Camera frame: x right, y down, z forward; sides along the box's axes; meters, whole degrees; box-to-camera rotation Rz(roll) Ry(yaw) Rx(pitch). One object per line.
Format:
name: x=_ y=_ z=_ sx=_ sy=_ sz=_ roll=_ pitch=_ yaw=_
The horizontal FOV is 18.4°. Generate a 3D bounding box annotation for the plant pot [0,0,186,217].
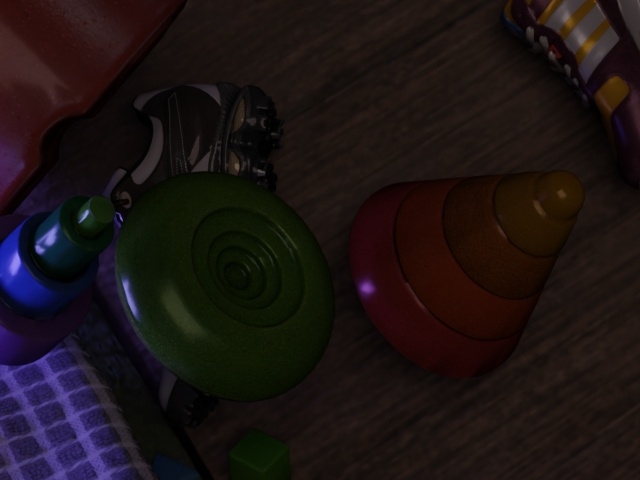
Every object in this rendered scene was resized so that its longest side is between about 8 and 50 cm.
plant pot: x=-0.229 y=-0.137 z=1.017 sx=0.265 sy=0.272 sz=0.272 roll=40 pitch=77 yaw=-6

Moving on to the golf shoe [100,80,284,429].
golf shoe: x=-0.079 y=0.006 z=1.098 sx=0.093 sy=0.077 sz=0.198 roll=7 pitch=71 yaw=6

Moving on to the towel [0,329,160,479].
towel: x=-0.195 y=0.140 z=0.939 sx=0.235 sy=0.284 sz=0.121 roll=-10 pitch=123 yaw=-23

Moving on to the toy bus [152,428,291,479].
toy bus: x=-0.017 y=0.211 z=1.041 sx=0.202 sy=0.104 sz=0.191 roll=13 pitch=42 yaw=18

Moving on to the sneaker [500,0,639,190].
sneaker: x=0.150 y=-0.113 z=1.152 sx=0.083 sy=0.069 sz=0.186 roll=-10 pitch=74 yaw=0

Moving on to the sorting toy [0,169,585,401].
sorting toy: x=0.000 y=0.000 z=0.995 sx=0.365 sy=0.126 sz=0.127 roll=-2 pitch=66 yaw=-38
